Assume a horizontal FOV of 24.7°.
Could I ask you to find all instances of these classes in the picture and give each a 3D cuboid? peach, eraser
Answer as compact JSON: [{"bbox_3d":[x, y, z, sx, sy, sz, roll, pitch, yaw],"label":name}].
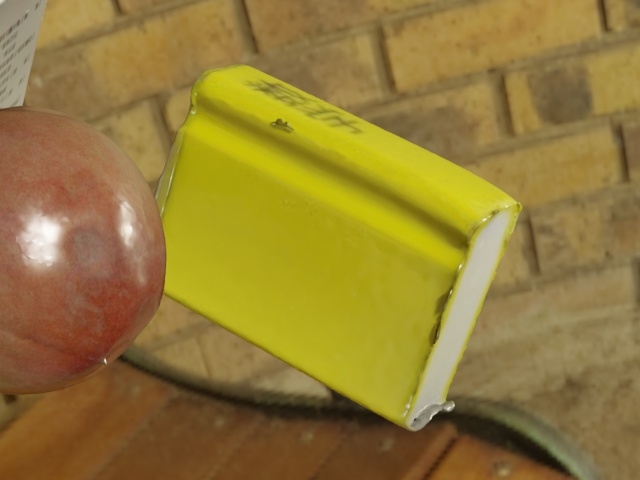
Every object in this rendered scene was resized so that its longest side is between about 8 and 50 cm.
[{"bbox_3d":[-0.082,0.003,0.409,0.083,0.083,0.083,-11,30,7],"label":"peach"},{"bbox_3d":[0.000,0.000,0.929,0.226,0.158,0.069,27,26,21],"label":"eraser"}]

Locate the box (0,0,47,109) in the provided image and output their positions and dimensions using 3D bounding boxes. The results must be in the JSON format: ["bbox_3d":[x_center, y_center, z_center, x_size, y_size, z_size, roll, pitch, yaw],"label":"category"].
[{"bbox_3d":[-0.315,-0.091,0.885,0.173,0.145,0.333,24,37,3],"label":"box"}]
